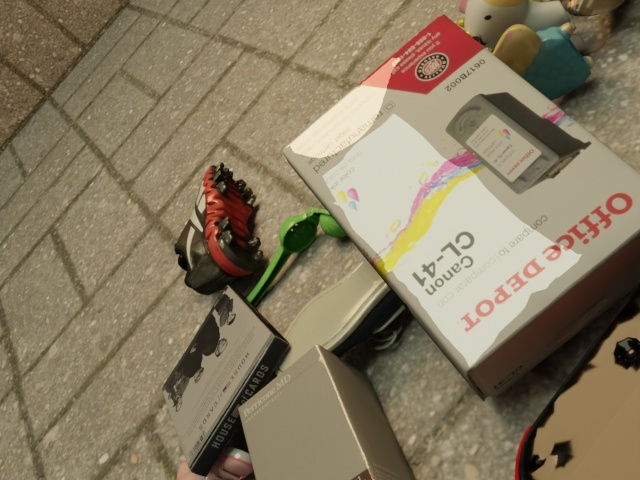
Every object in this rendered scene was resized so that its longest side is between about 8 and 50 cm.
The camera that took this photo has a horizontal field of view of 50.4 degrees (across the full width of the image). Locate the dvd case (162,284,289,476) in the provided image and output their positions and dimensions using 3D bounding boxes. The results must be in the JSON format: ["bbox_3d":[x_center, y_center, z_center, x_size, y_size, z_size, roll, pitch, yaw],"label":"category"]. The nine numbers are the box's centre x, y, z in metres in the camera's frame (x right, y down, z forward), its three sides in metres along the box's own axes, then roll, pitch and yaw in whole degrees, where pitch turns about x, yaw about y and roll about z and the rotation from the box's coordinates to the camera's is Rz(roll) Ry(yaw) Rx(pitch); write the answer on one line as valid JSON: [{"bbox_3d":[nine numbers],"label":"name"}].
[{"bbox_3d":[-0.131,0.164,0.867,0.179,0.030,0.239,-58,23,-2],"label":"dvd case"}]

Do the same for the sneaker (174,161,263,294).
[{"bbox_3d":[-0.168,-0.018,1.066,0.135,0.098,0.276,-42,33,20],"label":"sneaker"}]

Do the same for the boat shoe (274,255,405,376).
[{"bbox_3d":[0.053,0.074,0.786,0.254,0.079,0.095,-48,36,-3],"label":"boat shoe"}]

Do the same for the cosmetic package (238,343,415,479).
[{"bbox_3d":[0.015,0.234,0.667,0.127,0.107,0.238,-42,41,10],"label":"cosmetic package"}]

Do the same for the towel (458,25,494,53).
[{"bbox_3d":[0.188,-0.259,0.982,0.148,0.027,0.110,-36,40,16],"label":"towel"}]

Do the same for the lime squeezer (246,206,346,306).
[{"bbox_3d":[0.000,0.000,0.921,0.310,0.059,0.110,-24,43,27],"label":"lime squeezer"}]

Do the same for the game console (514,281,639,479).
[{"bbox_3d":[0.326,0.088,0.397,0.386,0.060,0.342,-50,29,-8],"label":"game console"}]

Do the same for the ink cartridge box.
[{"bbox_3d":[0.141,-0.040,0.665,0.226,0.131,0.306,-40,57,2],"label":"ink cartridge box"}]

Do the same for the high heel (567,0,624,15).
[{"bbox_3d":[0.308,-0.364,0.870,0.186,0.093,0.261,19,57,32],"label":"high heel"}]

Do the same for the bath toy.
[{"bbox_3d":[0.236,-0.315,0.888,0.129,0.151,0.348,-29,39,29],"label":"bath toy"}]

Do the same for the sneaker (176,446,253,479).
[{"bbox_3d":[-0.127,0.286,0.802,0.134,0.051,0.070,-22,40,41],"label":"sneaker"}]
